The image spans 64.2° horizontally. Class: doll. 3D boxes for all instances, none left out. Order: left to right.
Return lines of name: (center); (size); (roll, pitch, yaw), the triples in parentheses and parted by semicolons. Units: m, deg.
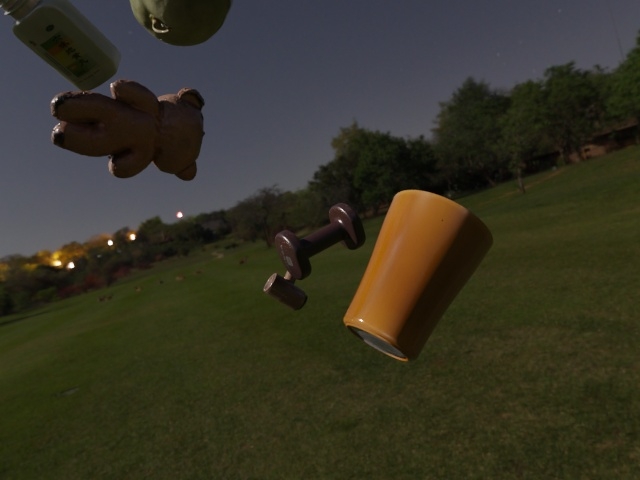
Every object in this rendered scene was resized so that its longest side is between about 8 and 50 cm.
doll: (-0.390, -0.231, 1.045); (0.303, 0.201, 0.156); (1, 16, -36)

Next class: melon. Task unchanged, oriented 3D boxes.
melon: (-0.355, -0.650, 1.332); (0.308, 0.272, 0.272); (-40, 11, -25)

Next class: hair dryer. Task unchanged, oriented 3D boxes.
hair dryer: (-0.077, 0.100, 1.450); (0.064, 0.117, 0.182); (-36, 25, 51)

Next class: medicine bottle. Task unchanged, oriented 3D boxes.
medicine bottle: (-0.746, -0.588, 1.455); (0.179, 0.124, 0.324); (-18, -40, 23)

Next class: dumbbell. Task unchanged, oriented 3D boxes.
dumbbell: (0.000, 0.000, 1.368); (0.225, 0.140, 0.124); (-29, 24, -22)

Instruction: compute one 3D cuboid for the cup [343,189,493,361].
cup: (0.157, 0.063, 0.862); (0.182, 0.264, 0.226); (26, -16, 18)
